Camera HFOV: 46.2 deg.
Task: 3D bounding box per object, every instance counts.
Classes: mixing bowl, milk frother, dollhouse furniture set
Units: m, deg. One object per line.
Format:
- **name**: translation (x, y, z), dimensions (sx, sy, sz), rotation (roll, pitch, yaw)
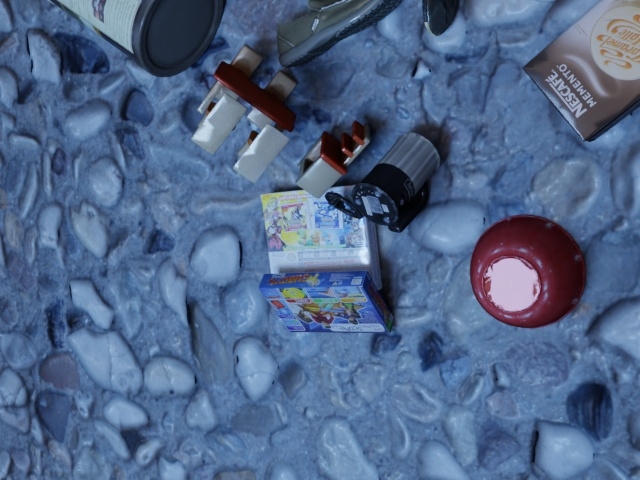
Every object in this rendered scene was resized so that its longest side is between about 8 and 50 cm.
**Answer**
- **mixing bowl**: translation (0.301, 0.057, 1.137), dimensions (0.181, 0.098, 0.182), rotation (5, 101, 27)
- **milk frother**: translation (0.096, -0.095, 1.200), dimensions (0.143, 0.135, 0.129), rotation (26, 147, 24)
- **dollhouse furniture set**: translation (-0.061, -0.200, 1.215), dimensions (0.259, 0.262, 0.135), rotation (34, 116, -17)

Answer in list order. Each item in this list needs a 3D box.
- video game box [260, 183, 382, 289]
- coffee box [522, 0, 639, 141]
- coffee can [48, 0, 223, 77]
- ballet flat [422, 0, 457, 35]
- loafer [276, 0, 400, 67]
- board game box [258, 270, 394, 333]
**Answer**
- **video game box**: translation (0.000, 0.000, 1.319), dimensions (0.205, 0.048, 0.187), rotation (-3, 99, 28)
- **coffee box**: translation (0.422, -0.263, 1.014), dimensions (0.246, 0.098, 0.141), rotation (-42, 79, 27)
- **coffee can**: translation (-0.340, -0.447, 1.334), dimensions (0.275, 0.201, 0.202), rotation (37, 114, 19)
- **ballet flat**: translation (0.179, -0.403, 1.159), dimensions (0.049, 0.057, 0.173), rotation (-163, 70, -67)
- **loafer**: translation (0.020, -0.369, 1.215), dimensions (0.251, 0.094, 0.087), rotation (-23, 92, 30)
- **board game box**: translation (0.010, 0.109, 1.294), dimensions (0.201, 0.035, 0.136), rotation (-3, 138, 28)
